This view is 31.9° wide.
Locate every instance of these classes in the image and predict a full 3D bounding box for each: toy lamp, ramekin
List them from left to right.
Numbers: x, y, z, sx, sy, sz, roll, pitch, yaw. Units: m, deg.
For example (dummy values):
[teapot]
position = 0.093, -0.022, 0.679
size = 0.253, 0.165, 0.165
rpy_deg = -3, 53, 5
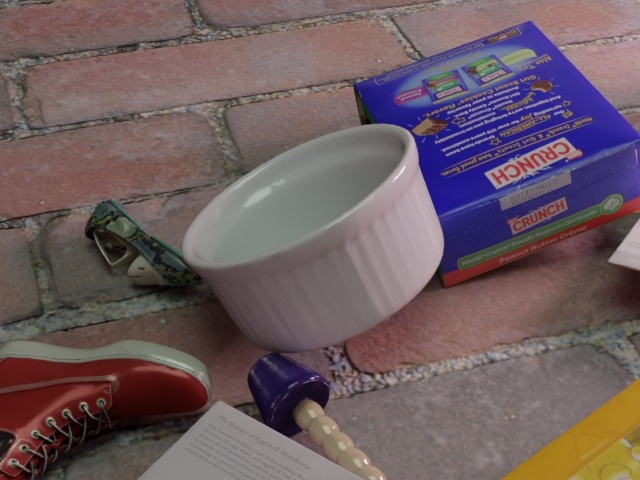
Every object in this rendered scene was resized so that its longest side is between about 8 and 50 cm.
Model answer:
[ramekin]
position = 0.000, 0.000, 1.223
size = 0.277, 0.135, 0.277
rpy_deg = -24, 22, 10
[toy lamp]
position = 0.020, 0.207, 1.086
size = 0.080, 0.080, 0.274
rpy_deg = -23, 45, -26

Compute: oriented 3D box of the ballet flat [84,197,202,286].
[ballet flat]
position = -0.217, 0.018, 1.341
size = 0.070, 0.070, 0.188
rpy_deg = -29, 46, -32

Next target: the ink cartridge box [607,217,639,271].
[ink cartridge box]
position = 0.517, 0.019, 1.308
size = 0.296, 0.066, 0.261
rpy_deg = 17, 40, 29

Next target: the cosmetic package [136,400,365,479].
[cosmetic package]
position = -0.065, 0.289, 0.934
size = 0.224, 0.138, 0.224
rpy_deg = 24, 46, 27

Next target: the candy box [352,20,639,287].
[candy box]
position = 0.217, -0.121, 1.420
size = 0.268, 0.122, 0.317
rpy_deg = -20, 40, -4

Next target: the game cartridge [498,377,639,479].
[game cartridge]
position = 0.344, 0.280, 1.018
size = 0.285, 0.053, 0.323
rpy_deg = -28, 46, -30

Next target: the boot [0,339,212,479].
[boot]
position = -0.237, 0.186, 1.107
size = 0.244, 0.088, 0.176
rpy_deg = -1, 39, 12
